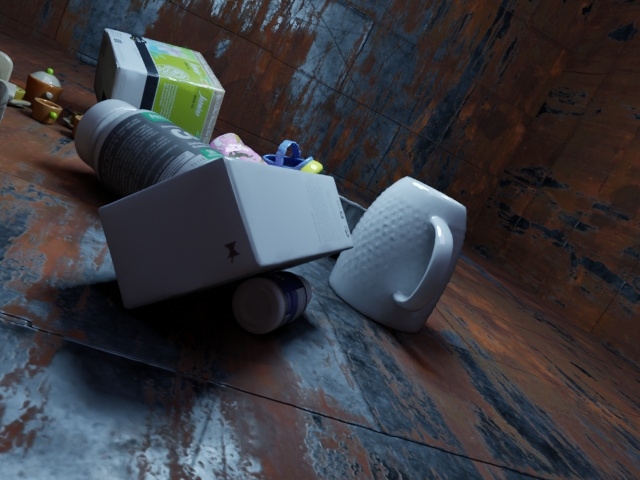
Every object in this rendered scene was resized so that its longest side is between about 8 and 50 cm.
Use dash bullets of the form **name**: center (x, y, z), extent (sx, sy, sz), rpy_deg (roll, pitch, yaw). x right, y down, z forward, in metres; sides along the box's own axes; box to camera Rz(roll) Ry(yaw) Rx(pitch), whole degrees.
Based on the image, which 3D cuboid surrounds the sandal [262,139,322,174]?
- **sandal**: center (-0.139, -0.208, 1.662), extent (0.138, 0.317, 0.126), rpy_deg (60, 35, -7)

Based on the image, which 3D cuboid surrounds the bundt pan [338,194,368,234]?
- **bundt pan**: center (0.057, -0.058, 1.729), extent (0.331, 0.124, 0.331), rpy_deg (25, -2, 1)

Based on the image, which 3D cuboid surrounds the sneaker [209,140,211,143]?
- **sneaker**: center (-0.514, -0.363, 1.949), extent (0.146, 0.134, 0.343), rpy_deg (3, 14, 6)

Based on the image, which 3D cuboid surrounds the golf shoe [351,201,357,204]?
- **golf shoe**: center (0.091, -0.114, 2.212), extent (0.120, 0.105, 0.273), rpy_deg (19, 12, -6)

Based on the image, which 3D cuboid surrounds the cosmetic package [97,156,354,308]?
- **cosmetic package**: center (-0.125, -0.016, 0.933), extent (0.453, 0.230, 0.161), rpy_deg (-9, 82, -71)

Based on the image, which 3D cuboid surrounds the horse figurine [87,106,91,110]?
- **horse figurine**: center (-0.692, -0.404, 1.804), extent (0.174, 0.066, 0.263), rpy_deg (19, 13, -13)

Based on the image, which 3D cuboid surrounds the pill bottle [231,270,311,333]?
- **pill bottle**: center (-0.077, 0.103, 0.944), extent (0.094, 0.094, 0.169), rpy_deg (31, 12, 16)

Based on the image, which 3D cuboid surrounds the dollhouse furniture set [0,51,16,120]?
- **dollhouse furniture set**: center (-0.833, -0.418, 1.096), extent (0.394, 0.256, 0.362), rpy_deg (19, 15, -34)

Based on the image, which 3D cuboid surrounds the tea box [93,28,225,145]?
- **tea box**: center (-0.522, -0.480, 1.704), extent (0.323, 0.220, 0.329), rpy_deg (5, 35, -34)

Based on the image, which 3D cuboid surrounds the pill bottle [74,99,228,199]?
- **pill bottle**: center (-0.356, -0.158, 1.166), extent (0.361, 0.204, 0.204), rpy_deg (33, 13, 23)

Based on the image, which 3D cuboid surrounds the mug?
- **mug**: center (0.218, 0.035, 1.306), extent (0.276, 0.328, 0.374), rpy_deg (24, 12, -13)

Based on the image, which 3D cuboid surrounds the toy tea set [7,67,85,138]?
- **toy tea set**: center (-0.739, -0.396, 1.521), extent (0.336, 0.124, 0.200), rpy_deg (27, 12, 1)

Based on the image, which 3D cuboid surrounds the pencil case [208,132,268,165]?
- **pencil case**: center (-0.172, -0.149, 1.530), extent (0.386, 0.160, 0.167), rpy_deg (38, 12, 14)
